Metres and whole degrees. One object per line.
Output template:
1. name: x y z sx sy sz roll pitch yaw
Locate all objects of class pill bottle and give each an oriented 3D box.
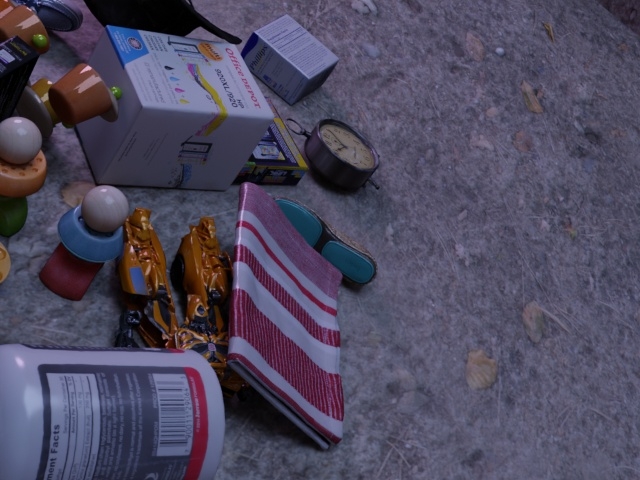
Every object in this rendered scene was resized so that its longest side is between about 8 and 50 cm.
1. pill bottle: -0.279 0.200 1.155 0.318 0.176 0.176 6 47 -34

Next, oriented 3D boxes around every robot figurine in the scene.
1. robot figurine: -0.180 0.093 1.420 0.211 0.085 0.291 6 47 -33

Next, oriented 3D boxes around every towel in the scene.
1. towel: -0.043 0.098 1.481 0.237 0.037 0.329 46 28 -35

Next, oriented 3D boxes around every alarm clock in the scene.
1. alarm clock: 0.018 -0.157 1.848 0.192 0.064 0.129 31 32 -17

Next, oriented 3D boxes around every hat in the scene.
1. hat: -0.286 -0.368 1.698 0.331 0.134 0.331 38 4 -3

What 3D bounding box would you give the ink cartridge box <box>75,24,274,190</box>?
1. ink cartridge box: -0.226 -0.195 1.614 0.232 0.168 0.171 0 51 -40

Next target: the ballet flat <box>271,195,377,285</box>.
1. ballet flat: 0.000 0.000 1.691 0.206 0.073 0.067 38 10 -3

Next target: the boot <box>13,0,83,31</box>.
1. boot: -0.474 -0.355 1.680 0.190 0.069 0.086 17 47 -12

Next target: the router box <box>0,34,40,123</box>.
1. router box: -0.450 -0.172 1.405 0.046 0.179 0.133 38 37 0

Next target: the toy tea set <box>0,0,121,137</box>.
1. toy tea set: -0.402 -0.273 1.525 0.336 0.200 0.124 45 59 11

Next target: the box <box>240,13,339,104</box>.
1. box: -0.058 -0.335 1.974 0.137 0.072 0.126 42 38 5

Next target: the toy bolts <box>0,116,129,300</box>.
1. toy bolts: -0.358 -0.028 1.344 0.228 0.158 0.218 28 38 -12

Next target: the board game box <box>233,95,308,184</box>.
1. board game box: -0.117 -0.169 1.776 0.141 0.048 0.170 1 50 -41
